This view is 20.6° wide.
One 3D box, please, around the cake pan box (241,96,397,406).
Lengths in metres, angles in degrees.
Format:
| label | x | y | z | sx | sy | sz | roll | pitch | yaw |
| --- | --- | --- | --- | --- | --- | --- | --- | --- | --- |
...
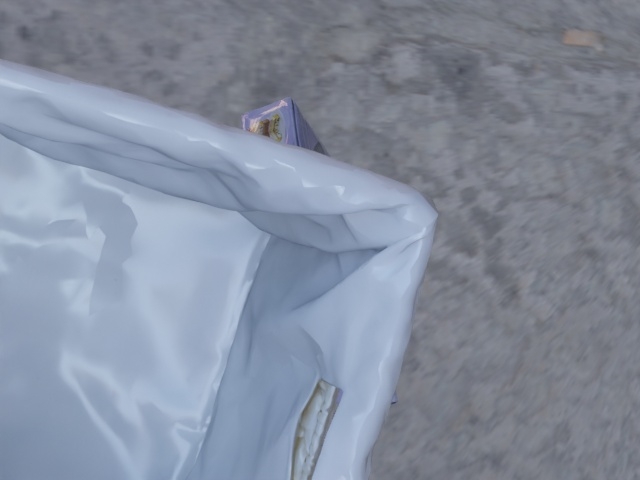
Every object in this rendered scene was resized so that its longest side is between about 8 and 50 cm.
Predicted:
| label | x | y | z | sx | sy | sz | roll | pitch | yaw |
| --- | --- | --- | --- | --- | --- | --- | --- | --- | --- |
| cake pan box | 0.001 | 0.024 | 1.846 | 0.070 | 0.246 | 0.267 | -18 | 56 | 15 |

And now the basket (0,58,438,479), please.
| label | x | y | z | sx | sy | sz | roll | pitch | yaw |
| --- | --- | --- | --- | --- | --- | --- | --- | --- | --- |
| basket | -0.153 | 0.075 | 1.045 | 0.331 | 0.266 | 0.328 | 17 | 92 | -14 |
